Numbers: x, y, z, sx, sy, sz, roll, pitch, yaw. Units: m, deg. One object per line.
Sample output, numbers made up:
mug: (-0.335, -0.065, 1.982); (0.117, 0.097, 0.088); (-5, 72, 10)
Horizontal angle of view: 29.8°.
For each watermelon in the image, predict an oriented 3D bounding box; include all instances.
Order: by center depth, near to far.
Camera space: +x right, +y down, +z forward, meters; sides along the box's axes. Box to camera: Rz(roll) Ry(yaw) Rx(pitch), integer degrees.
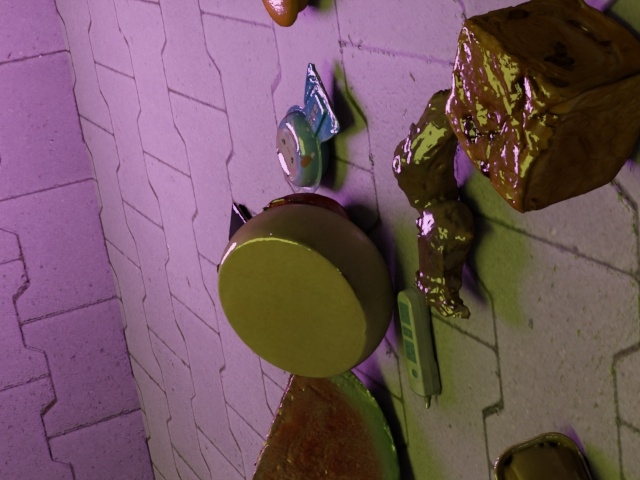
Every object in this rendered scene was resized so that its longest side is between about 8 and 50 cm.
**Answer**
watermelon: (0.005, 0.318, 1.894); (0.310, 0.231, 0.193); (57, -162, -12)

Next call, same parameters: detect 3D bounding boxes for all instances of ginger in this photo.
ginger: (0.141, -0.043, 1.466); (0.122, 0.084, 0.290); (-131, 32, -59)

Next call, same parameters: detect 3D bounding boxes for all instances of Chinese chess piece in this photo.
Chinese chess piece: (-0.023, 0.074, 1.760); (0.273, 0.102, 0.273); (15, 127, 21)

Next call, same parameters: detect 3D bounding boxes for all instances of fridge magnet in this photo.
fridge magnet: (-0.056, -0.380, 1.735); (0.143, 0.063, 0.143); (165, 90, -69)

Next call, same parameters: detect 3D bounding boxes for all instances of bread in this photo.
bread: (0.217, -0.132, 1.133); (0.149, 0.158, 0.143); (57, 148, 38)

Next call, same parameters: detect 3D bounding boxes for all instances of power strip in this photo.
power strip: (0.138, 0.149, 1.683); (0.047, 0.030, 0.191); (26, 128, 63)

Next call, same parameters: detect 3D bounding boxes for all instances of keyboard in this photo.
keyboard: (-0.092, 0.059, 2.179); (0.317, 0.027, 0.106); (54, 147, 41)

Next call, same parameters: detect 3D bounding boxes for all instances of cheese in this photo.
cheese: (-0.021, -0.155, 1.820); (0.135, 0.052, 0.245); (65, 157, 20)

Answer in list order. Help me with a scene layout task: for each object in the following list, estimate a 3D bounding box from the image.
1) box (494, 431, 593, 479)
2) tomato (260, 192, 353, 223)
box: (0.270, 0.313, 1.389); (0.177, 0.111, 0.111); (69, 158, 10)
tomato: (0.000, 0.000, 1.834); (0.189, 0.099, 0.173); (29, 128, 9)
